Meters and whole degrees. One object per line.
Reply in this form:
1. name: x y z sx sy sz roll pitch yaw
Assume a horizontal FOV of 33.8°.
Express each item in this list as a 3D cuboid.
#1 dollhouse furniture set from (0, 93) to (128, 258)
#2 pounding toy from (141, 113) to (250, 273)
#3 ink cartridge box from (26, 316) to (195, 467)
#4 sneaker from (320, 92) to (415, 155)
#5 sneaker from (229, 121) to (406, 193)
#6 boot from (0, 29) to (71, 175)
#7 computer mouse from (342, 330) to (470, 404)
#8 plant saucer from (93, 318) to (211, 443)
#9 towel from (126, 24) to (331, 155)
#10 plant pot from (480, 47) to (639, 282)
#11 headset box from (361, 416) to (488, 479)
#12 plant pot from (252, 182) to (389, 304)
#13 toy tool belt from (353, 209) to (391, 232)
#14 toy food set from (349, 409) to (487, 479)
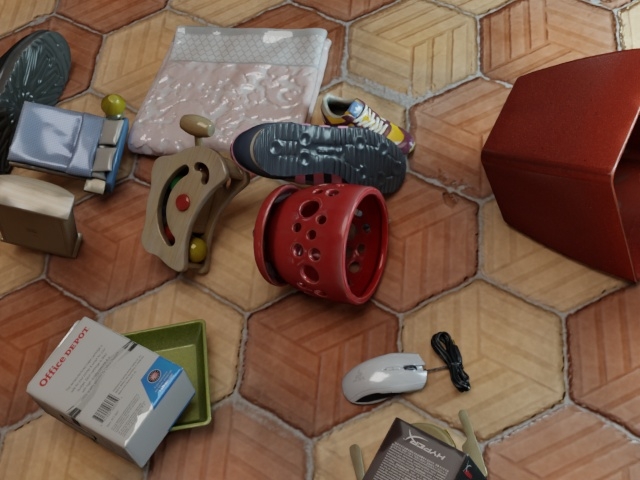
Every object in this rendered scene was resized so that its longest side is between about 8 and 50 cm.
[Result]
1. dollhouse furniture set: -0.502 -0.162 1.825 0.286 0.198 0.303 13 68 -4
2. pounding toy: -0.190 -0.078 1.805 0.154 0.155 0.269 9 90 29
3. ink cartridge box: -0.319 0.229 1.606 0.203 0.086 0.148 24 64 25
4. sneaker: 0.079 -0.204 1.867 0.186 0.084 0.069 21 63 24
5. sneaker: -0.004 -0.144 1.773 0.131 0.319 0.112 8 89 55
6. boot: -0.764 -0.299 2.082 0.445 0.146 0.367 12 58 24
7. computer mouse: 0.126 0.203 1.614 0.193 0.042 0.106 -15 56 2
8. plant saucer: -0.264 0.231 1.674 0.188 0.045 0.188 -11 55 5
9. towel: -0.167 -0.282 1.991 0.332 0.053 0.317 6 58 16
10. plant pot: 0.407 -0.130 1.660 0.236 0.267 0.267 11 59 32
11. headset box: 0.095 0.401 1.361 0.110 0.218 0.293 25 76 25
12. plant pot: 0.000 0.000 1.693 0.174 0.191 0.191 7 58 27
13. toy tool belt: 0.075 -0.036 1.778 0.083 0.052 0.051 -17 47 1
14. toy food set: 0.142 0.329 1.537 0.192 0.038 0.132 -18 48 8
